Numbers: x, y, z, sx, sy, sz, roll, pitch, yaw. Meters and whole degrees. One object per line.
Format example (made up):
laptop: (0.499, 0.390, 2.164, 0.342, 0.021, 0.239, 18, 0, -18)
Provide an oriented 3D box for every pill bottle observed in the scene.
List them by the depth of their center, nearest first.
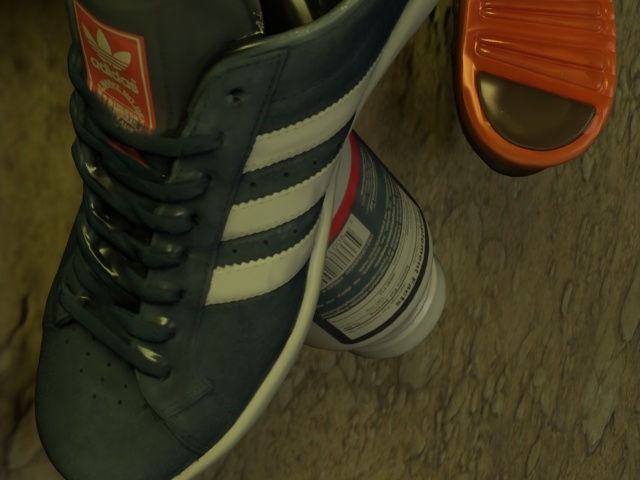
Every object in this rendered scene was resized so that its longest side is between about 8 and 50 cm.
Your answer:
pill bottle: (0.000, 0.000, 0.581, 0.180, 0.108, 0.108, 42, 67, -55)

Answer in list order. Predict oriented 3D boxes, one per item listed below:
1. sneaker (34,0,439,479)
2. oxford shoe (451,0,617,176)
sneaker: (-0.055, -0.045, 0.410, 0.148, 0.131, 0.350, -3, 119, -64)
oxford shoe: (0.141, -0.224, 0.735, 0.133, 0.129, 0.364, 103, -4, -86)
